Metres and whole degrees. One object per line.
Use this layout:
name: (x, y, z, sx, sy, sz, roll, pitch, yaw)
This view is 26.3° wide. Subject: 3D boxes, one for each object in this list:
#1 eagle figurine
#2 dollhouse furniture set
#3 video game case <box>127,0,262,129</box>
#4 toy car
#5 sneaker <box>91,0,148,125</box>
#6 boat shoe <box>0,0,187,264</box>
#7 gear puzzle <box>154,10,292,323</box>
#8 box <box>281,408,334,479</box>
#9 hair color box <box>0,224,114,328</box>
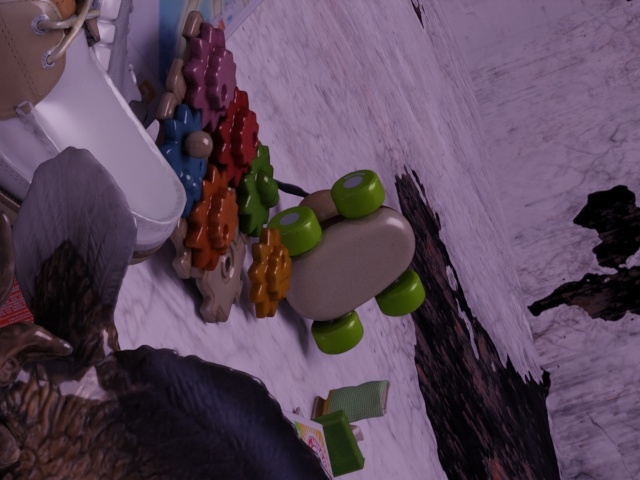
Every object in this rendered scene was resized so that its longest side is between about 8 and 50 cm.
eagle figurine: (-0.112, 0.130, 0.676, 0.298, 0.225, 0.226, 44, 17, -38)
dollhouse furniture set: (0.018, 0.161, 1.309, 0.151, 0.076, 0.058, -74, 142, -65)
video game case: (-0.116, -0.294, 1.051, 0.036, 0.329, 0.300, 22, -25, 42)
toy car: (0.000, 0.000, 1.436, 0.188, 0.149, 0.155, 39, -25, 59)
sneaker: (-0.166, -0.153, 0.994, 0.132, 0.086, 0.228, 47, 50, -76)
boat shoe: (-0.173, -0.110, 0.734, 0.302, 0.103, 0.113, 45, 28, -20)
gear puzzle: (-0.068, -0.024, 1.157, 0.339, 0.044, 0.175, 69, 30, -57)
box: (-0.066, 0.177, 0.925, 0.203, 0.103, 0.114, 38, 36, -65)
hair color box: (-0.186, -0.001, 0.817, 0.167, 0.053, 0.093, 57, 18, -45)
